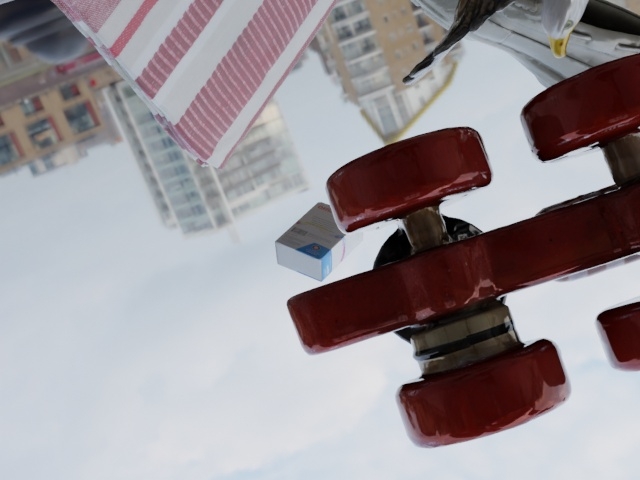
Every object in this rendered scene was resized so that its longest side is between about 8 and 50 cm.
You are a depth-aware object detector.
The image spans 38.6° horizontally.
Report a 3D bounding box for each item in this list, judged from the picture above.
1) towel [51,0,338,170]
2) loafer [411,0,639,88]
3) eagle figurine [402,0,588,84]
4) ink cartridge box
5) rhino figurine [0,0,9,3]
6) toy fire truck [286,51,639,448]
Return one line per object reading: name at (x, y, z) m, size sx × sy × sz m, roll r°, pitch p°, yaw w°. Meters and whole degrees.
towel at (-0.086, -0.215, 0.763) m, size 0.237 × 0.037 × 0.329 m, roll -56°, pitch 159°, yaw -9°
loafer at (0.190, -0.230, 0.851) m, size 0.111 × 0.319 × 0.112 m, roll -51°, pitch -158°, yaw 37°
eagle figurine at (0.163, -0.230, 0.644) m, size 0.298 × 0.225 × 0.226 m, roll -8°, pitch -179°, yaw -20°
ink cartridge box at (0.000, 0.000, 1.442) m, size 0.088 × 0.052 × 0.122 m, roll 21°, pitch -134°, yaw 28°
rhino figurine at (-0.118, -0.201, 0.375) m, size 0.106 × 0.243 × 0.073 m, roll -5°, pitch 158°, yaw 44°
toy fire truck at (0.133, 0.014, 0.608) m, size 0.302 × 0.169 × 0.254 m, roll -19°, pitch 173°, yaw 3°
